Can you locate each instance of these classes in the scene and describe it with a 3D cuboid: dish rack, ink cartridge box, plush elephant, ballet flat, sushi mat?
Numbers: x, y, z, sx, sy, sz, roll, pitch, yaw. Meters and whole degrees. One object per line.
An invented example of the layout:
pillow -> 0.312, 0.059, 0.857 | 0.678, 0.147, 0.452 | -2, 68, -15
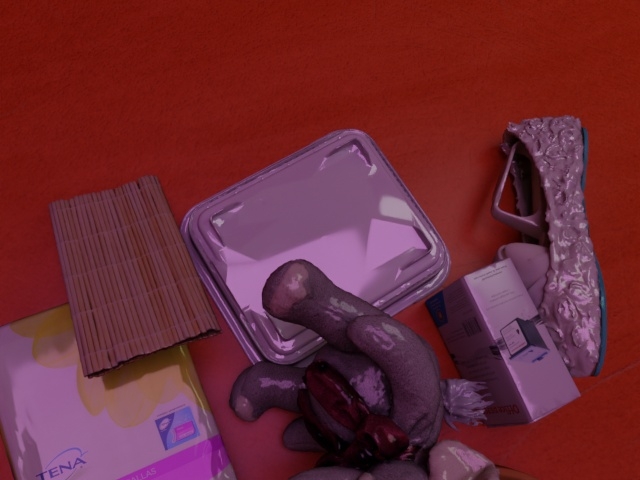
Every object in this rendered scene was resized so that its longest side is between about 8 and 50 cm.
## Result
dish rack -> 0.000, 0.000, 0.875 | 0.333, 0.072, 0.285 | -30, 80, -15
ink cartridge box -> 0.231, 0.137, 0.826 | 0.082, 0.139, 0.190 | -22, 77, -17
plush elephant -> 0.048, 0.230, 0.683 | 0.330, 0.272, 0.255 | 20, 41, -11
ballet flat -> 0.305, -0.004, 0.888 | 0.147, 0.147, 0.409 | 11, 61, -5
sushi mat -> -0.240, 0.025, 0.775 | 0.151, 0.019, 0.316 | -20, 46, -14

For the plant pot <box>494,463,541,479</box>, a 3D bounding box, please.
plant pot -> 0.220, 0.404, 0.706 | 0.291, 0.203, 0.291 | 3, 72, -8

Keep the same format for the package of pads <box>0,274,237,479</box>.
package of pads -> -0.253, 0.211, 0.752 | 0.229, 0.101, 0.296 | -20, 75, -15
